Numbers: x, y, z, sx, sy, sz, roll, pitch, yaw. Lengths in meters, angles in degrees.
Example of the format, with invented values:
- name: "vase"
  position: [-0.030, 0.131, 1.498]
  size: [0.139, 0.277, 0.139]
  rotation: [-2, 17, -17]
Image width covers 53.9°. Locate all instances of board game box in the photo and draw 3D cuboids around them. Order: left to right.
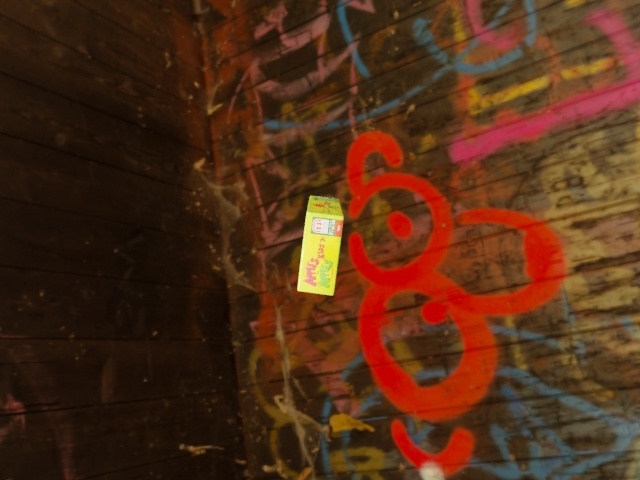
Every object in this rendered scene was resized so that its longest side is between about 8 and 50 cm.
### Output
- name: "board game box"
  position: [0.000, 0.000, 0.793]
  size: [0.181, 0.043, 0.092]
  rotation: [-90, 7, -80]
